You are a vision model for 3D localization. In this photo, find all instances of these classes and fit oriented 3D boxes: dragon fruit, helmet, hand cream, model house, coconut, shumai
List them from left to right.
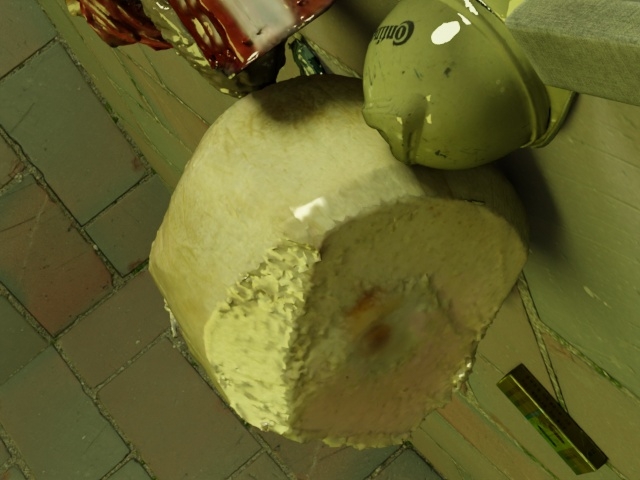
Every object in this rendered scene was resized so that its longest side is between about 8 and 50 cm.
[{"bbox_3d":[-0.292,-0.348,1.650,0.317,0.152,0.205,39,154,-15],"label":"dragon fruit"},{"bbox_3d":[-0.094,-0.315,1.096,0.254,0.196,0.160,53,171,-14],"label":"model house"},{"bbox_3d":[-0.093,-0.274,1.253,0.206,0.175,0.166,44,-167,-11],"label":"shumai"},{"bbox_3d":[0.000,0.000,1.267,0.404,0.405,0.404,48,170,12],"label":"coconut"},{"bbox_3d":[0.015,-0.153,1.508,0.247,0.052,0.075,62,154,8],"label":"hand cream"},{"bbox_3d":[0.108,-0.138,1.018,0.204,0.137,0.257,49,170,5],"label":"helmet"}]

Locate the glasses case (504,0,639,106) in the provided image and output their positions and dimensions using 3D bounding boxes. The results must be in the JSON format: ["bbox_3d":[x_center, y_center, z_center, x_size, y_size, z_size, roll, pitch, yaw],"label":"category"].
[{"bbox_3d":[0.218,-0.137,0.807,0.071,0.047,0.205,51,170,-27],"label":"glasses case"}]

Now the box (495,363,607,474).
[{"bbox_3d":[0.358,0.281,1.754,0.193,0.030,0.121,48,170,10],"label":"box"}]
